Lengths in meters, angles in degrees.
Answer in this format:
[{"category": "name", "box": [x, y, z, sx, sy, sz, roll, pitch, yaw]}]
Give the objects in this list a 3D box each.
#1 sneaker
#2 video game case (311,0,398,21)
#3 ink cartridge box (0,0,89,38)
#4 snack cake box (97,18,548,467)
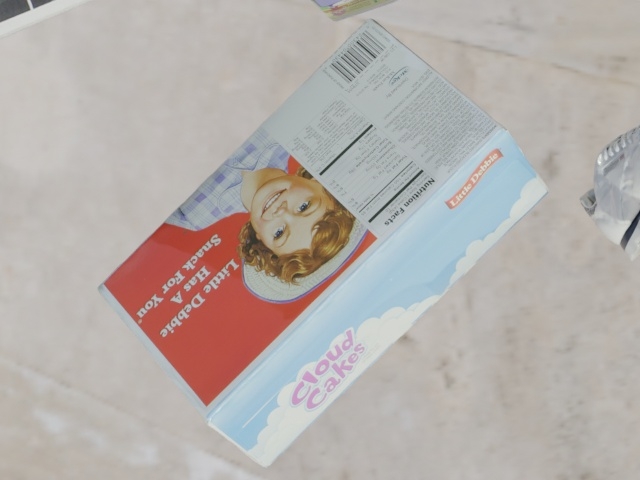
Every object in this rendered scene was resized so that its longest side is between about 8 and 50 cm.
[{"category": "sneaker", "box": [0.322, -0.077, 1.827, 0.095, 0.090, 0.235, 47, 146, 21]}, {"category": "video game case", "box": [0.071, -0.248, 1.481, 0.212, 0.193, 0.023, -17, 71, 18]}, {"category": "ink cartridge box", "box": [-0.174, -0.079, 0.596, 0.165, 0.333, 0.065, 5, 119, 50]}, {"category": "snack cake box", "box": [0.000, 0.000, 1.212, 0.264, 0.089, 0.152, -44, 52, -1]}]
